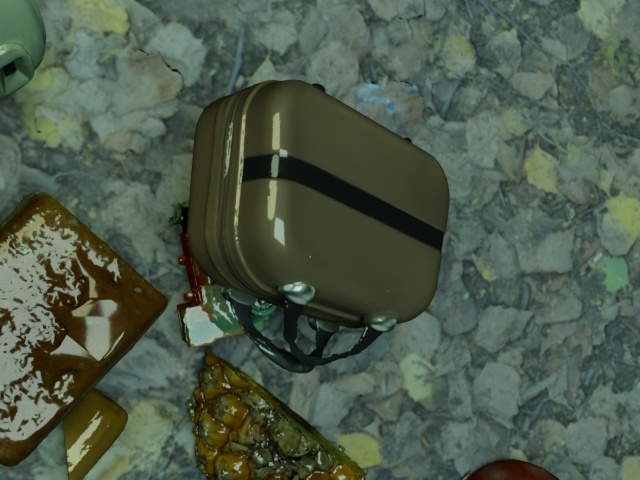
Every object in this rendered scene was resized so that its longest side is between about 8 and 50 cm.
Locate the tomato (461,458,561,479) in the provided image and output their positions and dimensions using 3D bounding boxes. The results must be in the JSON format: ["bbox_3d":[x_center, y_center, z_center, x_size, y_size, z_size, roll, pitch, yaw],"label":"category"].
[{"bbox_3d":[0.252,0.397,1.254,0.225,0.085,0.225,-2,94,-24],"label":"tomato"}]

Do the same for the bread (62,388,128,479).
[{"bbox_3d":[-0.256,0.211,1.057,0.062,0.049,0.103,44,74,-17],"label":"bread"}]

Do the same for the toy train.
[{"bbox_3d":[-0.112,0.026,1.104,0.118,0.074,0.176,-12,97,-18],"label":"toy train"}]

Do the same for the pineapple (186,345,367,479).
[{"bbox_3d":[-0.053,0.256,1.087,0.250,0.164,0.140,43,83,-21],"label":"pineapple"}]

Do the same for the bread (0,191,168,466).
[{"bbox_3d":[-0.300,0.089,1.004,0.184,0.110,0.234,45,76,-16],"label":"bread"}]

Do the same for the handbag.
[{"bbox_3d":[0.000,0.000,1.043,0.302,0.149,0.283,25,69,-46],"label":"handbag"}]

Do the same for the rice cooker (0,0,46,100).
[{"bbox_3d":[-0.391,-0.201,0.902,0.244,0.226,0.226,-33,103,-19],"label":"rice cooker"}]
